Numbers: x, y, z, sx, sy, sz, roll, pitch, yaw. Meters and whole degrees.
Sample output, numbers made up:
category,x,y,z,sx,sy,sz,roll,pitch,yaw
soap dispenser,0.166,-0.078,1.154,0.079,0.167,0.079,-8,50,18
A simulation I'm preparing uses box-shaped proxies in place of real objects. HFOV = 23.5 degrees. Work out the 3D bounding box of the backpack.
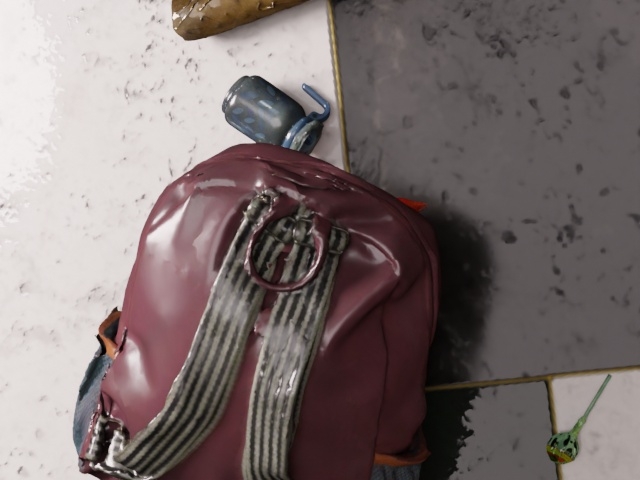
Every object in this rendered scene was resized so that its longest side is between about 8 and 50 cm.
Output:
category,x,y,z,sx,sy,sz,roll,pitch,yaw
backpack,-0.038,0.086,1.186,0.283,0.197,0.317,20,119,7

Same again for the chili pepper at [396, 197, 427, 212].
category,x,y,z,sx,sy,sz,roll,pitch,yaw
chili pepper,-0.001,-0.001,1.277,0.191,0.059,0.050,-21,68,17

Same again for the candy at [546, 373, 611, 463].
category,x,y,z,sx,sy,sz,roll,pitch,yaw
candy,0.209,0.142,1.235,0.023,0.025,0.083,31,88,-13

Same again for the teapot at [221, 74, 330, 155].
category,x,y,z,sx,sy,sz,roll,pitch,yaw
teapot,-0.037,-0.105,1.302,0.083,0.063,0.049,35,129,11

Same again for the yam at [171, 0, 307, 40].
category,x,y,z,sx,sy,sz,roll,pitch,yaw
yam,-0.015,-0.228,1.291,0.241,0.057,0.057,-19,83,15
